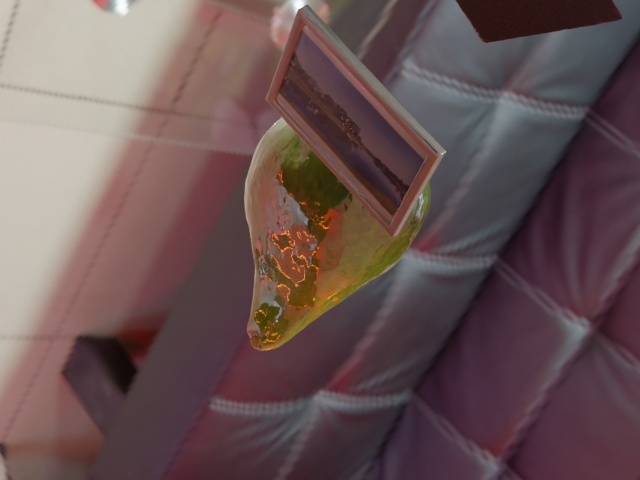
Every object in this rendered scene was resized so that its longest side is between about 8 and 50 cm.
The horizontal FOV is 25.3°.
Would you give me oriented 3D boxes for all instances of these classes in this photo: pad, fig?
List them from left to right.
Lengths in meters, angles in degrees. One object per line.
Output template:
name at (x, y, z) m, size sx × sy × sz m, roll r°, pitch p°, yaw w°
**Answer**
fig at (0.000, 0.000, 1.552) m, size 0.206 × 0.206 × 0.275 m, roll 15°, pitch 97°, yaw -52°
pad at (0.180, -0.252, 1.343) m, size 0.003 × 0.211 × 0.143 m, roll -45°, pitch 112°, yaw -22°

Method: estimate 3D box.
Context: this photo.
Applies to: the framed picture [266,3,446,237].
framed picture at (0.022, -0.084, 1.025) m, size 0.011 × 0.149 × 0.109 m, roll -32°, pitch 162°, yaw -30°
